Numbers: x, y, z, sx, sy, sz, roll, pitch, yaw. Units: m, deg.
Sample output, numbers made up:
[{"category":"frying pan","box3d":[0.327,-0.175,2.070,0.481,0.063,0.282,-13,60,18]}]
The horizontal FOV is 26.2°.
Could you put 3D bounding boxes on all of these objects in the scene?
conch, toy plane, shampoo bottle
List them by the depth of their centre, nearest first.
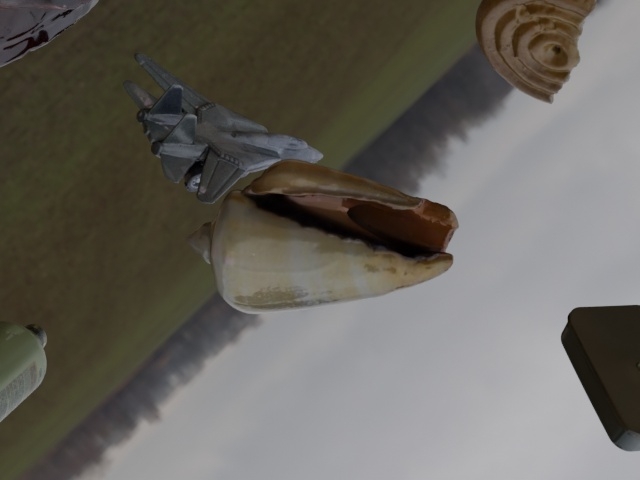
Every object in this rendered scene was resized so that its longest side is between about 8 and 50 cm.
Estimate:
[{"category":"shampoo bottle","box3d":[-0.307,0.123,1.294,0.079,0.079,0.162,-43,-177,30]},{"category":"conch","box3d":[-0.003,-0.003,1.348,0.127,0.255,0.158,-126,-138,-74]},{"category":"toy plane","box3d":[-0.100,-0.104,1.558,0.088,0.212,0.267,-40,150,25]}]

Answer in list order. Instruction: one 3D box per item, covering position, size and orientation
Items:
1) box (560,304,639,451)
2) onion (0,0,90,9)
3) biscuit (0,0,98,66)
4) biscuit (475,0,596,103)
[{"category":"box","box3d":[0.246,0.108,1.082,0.091,0.126,0.031,-2,139,-26]},{"category":"onion","box3d":[-0.163,-0.223,0.720,0.281,0.281,0.221,-45,153,-43]},{"category":"biscuit","box3d":[-0.395,-0.223,1.302,0.407,0.091,0.407,-11,-153,6]},{"category":"biscuit","box3d":[0.262,-0.260,1.729,0.033,0.144,0.224,-61,174,-29]}]
